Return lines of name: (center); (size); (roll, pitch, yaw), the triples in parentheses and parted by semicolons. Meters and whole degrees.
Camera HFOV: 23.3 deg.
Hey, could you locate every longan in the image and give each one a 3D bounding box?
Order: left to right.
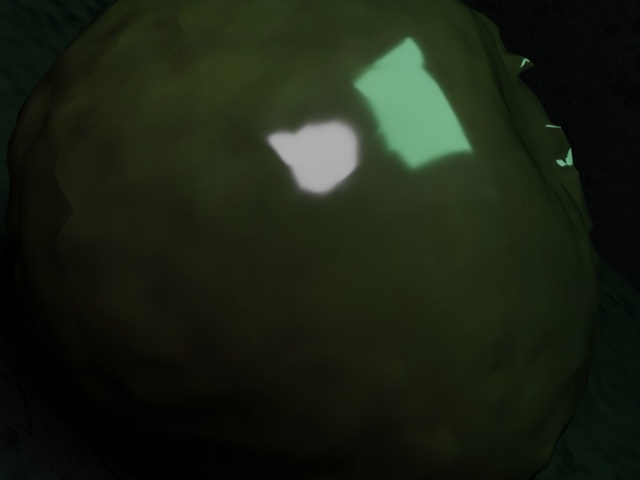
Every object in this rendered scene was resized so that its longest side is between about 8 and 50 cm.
longan: (0.000, -0.009, 1.099); (0.436, 0.404, 0.404); (33, 22, -8)
